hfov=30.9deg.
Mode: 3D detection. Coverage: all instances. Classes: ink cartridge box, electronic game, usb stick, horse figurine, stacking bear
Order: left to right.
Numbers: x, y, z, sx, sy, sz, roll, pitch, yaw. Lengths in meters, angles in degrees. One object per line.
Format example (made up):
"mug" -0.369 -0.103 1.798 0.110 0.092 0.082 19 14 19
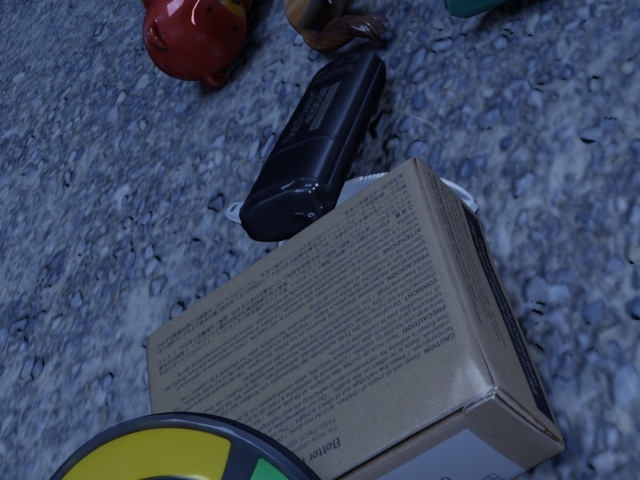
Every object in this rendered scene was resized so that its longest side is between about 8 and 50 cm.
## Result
"electronic game" -0.072 0.208 0.625 0.229 0.048 0.229 -1 88 24
"stacking bear" -0.136 -0.301 1.314 0.164 0.175 0.289 -25 44 28
"usb stick" 0.001 -0.082 0.923 0.077 0.045 0.278 -22 23 23
"ink cartridge box" 0.008 0.091 0.713 0.234 0.088 0.193 -33 43 20
"horse figurine" 0.015 -0.275 1.157 0.174 0.066 0.263 -44 33 43

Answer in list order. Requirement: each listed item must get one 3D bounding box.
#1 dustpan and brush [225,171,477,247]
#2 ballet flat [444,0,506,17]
"dustpan and brush" 0.000 0.000 0.878 0.211 0.060 0.147 10 61 54
"ballet flat" 0.203 -0.263 0.926 0.247 0.083 0.087 -45 48 7
